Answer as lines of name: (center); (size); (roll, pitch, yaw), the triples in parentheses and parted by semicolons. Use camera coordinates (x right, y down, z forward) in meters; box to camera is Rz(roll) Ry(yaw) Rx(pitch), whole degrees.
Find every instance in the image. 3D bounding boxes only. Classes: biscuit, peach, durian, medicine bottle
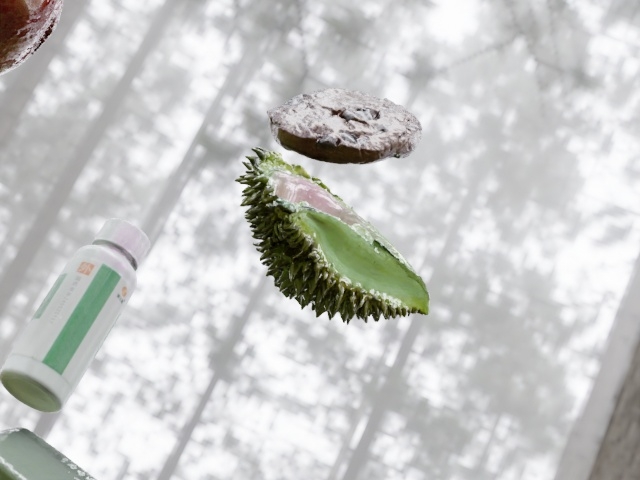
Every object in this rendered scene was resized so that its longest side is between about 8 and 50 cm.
biscuit: (0.030, -0.140, 1.860); (0.192, 0.192, 0.049); (16, -67, 21)
peach: (-0.350, -0.284, 1.656); (0.159, 0.154, 0.267); (52, -48, 29)
durian: (-0.008, 0.005, 1.342); (0.221, 0.095, 0.137); (41, 6, -40)
medicine bottle: (-0.304, 0.090, 1.957); (0.095, 0.260, 0.095); (22, -29, 13)

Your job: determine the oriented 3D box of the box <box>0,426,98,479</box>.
box: (-0.302, 0.456, 1.812); (0.111, 0.396, 0.396); (-12, 22, -36)
